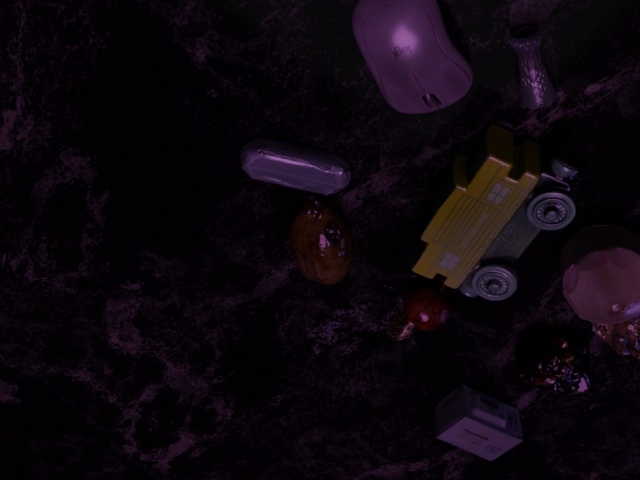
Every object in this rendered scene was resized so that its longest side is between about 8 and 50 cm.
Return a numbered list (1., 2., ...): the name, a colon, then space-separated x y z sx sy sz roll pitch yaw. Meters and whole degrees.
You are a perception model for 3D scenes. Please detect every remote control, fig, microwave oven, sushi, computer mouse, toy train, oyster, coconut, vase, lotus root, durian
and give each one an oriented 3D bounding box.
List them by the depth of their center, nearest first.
1. computer mouse: 0.178 -0.351 1.495 0.184 0.121 0.297 -16 128 17
2. vase: 0.407 -0.336 1.516 0.081 0.081 0.149 -12 127 16
3. toy train: 0.369 -0.054 1.725 0.272 0.179 0.442 24 131 -6
4. remote control: -0.056 -0.161 1.741 0.247 0.052 0.104 11 135 -9
5. coconut: 0.645 0.086 1.779 0.224 0.234 0.224 6 135 6
6. lotus root: 0.000 0.000 1.834 0.145 0.128 0.260 4 133 15
7. fig: 0.277 0.155 1.967 0.150 0.128 0.128 -41 127 -12
8. oyster: 0.777 0.208 1.970 0.222 0.083 0.214 11 119 4
9. sushi: 0.589 0.313 2.054 0.172 0.153 0.150 -10 155 40
10. durian: 0.212 0.229 2.098 0.066 0.052 0.130 -15 148 -35
11. microwave oven: 0.458 0.526 2.284 0.208 0.122 0.162 26 130 -19

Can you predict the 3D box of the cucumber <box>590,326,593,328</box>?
1. cucumber: 0.769 0.248 2.055 0.134 0.034 0.033 17 137 -10
